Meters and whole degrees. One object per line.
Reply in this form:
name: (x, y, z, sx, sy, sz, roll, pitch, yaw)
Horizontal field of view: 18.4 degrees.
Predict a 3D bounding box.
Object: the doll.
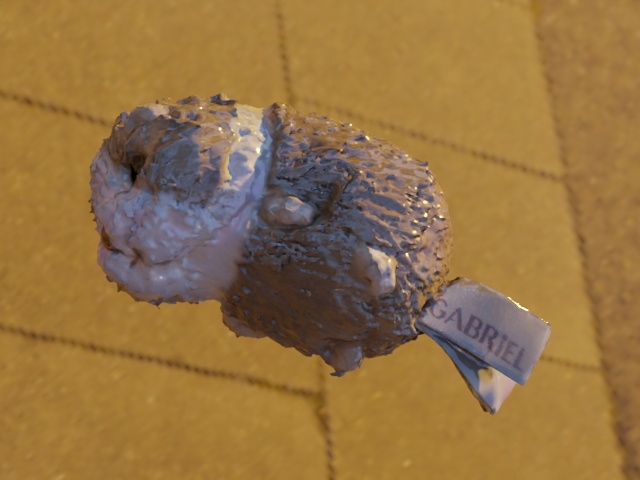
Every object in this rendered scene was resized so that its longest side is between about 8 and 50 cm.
doll: (0.001, -0.001, 0.888, 0.221, 0.105, 0.115, 19, 38, 8)
